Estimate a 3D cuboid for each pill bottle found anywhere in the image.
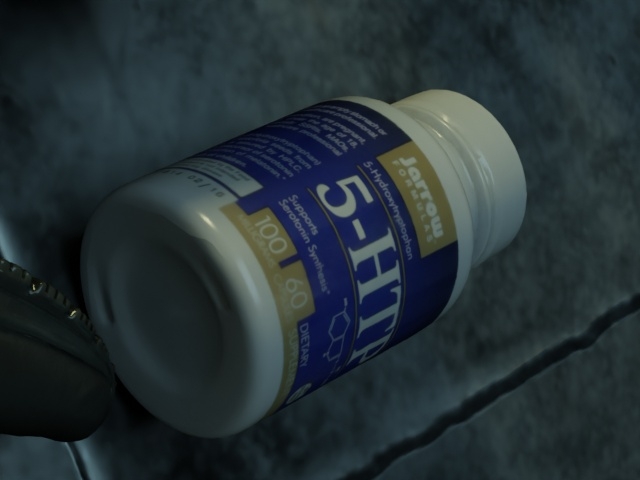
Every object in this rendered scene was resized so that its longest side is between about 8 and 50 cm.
[{"bbox_3d":[0.000,0.000,0.821,0.186,0.112,0.112,-27,98,-41],"label":"pill bottle"}]

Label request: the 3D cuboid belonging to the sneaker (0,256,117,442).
[{"bbox_3d":[-0.207,0.042,0.657,0.286,0.109,0.130,17,79,-30],"label":"sneaker"}]
